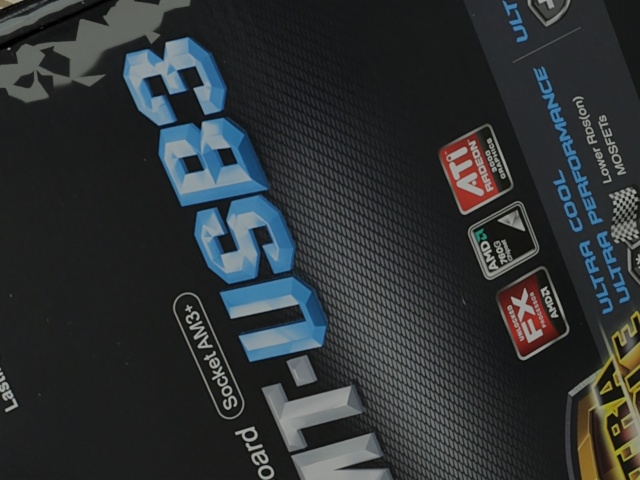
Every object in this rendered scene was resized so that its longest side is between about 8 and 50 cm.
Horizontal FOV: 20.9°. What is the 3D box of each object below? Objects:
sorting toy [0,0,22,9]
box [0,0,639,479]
[{"bbox_3d":[-0.059,-0.044,0.633,0.193,0.038,0.208,-38,86,-17],"label":"sorting toy"},{"bbox_3d":[0.003,0.038,0.575,0.293,0.295,0.073,-27,15,-22],"label":"box"}]
